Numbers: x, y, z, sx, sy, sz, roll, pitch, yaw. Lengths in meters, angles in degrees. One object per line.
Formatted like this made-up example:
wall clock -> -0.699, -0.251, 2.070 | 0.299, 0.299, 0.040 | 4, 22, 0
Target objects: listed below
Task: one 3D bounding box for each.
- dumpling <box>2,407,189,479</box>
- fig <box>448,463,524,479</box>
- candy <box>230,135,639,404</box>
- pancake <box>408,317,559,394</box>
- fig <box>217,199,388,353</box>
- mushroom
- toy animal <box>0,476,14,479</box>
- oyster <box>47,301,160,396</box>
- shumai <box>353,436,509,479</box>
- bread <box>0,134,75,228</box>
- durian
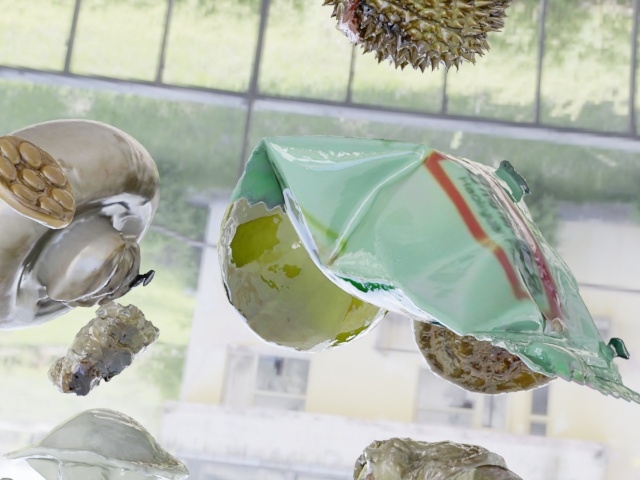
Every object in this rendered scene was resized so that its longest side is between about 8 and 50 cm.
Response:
dumpling -> -0.280, 0.279, 1.361 | 0.216, 0.126, 0.166 | 32, 170, -3
fig -> 0.237, 0.418, 1.586 | 0.149, 0.149, 0.245 | 3, -173, 14
candy -> 0.123, 0.027, 0.996 | 0.263, 0.172, 0.398 | 7, -151, -45
pancake -> 0.340, 0.179, 2.080 | 0.356, 0.065, 0.356 | 4, 129, 5
fig -> 0.004, 0.011, 1.747 | 0.343, 0.343, 0.343 | 6, 166, 1
mushroom -> -0.384, -0.004, 1.596 | 0.294, 0.362, 0.362 | 44, 175, 15
toy animal -> -0.588, 0.511, 1.988 | 0.098, 0.137, 0.098 | -11, -170, 2
oyster -> -0.419, 0.222, 2.049 | 0.233, 0.107, 0.161 | -32, 128, 7
shumai -> 0.189, 0.477, 2.095 | 0.262, 0.314, 0.267 | 40, 160, 37
bread -> -0.282, -0.057, 1.041 | 0.024, 0.110, 0.110 | -38, 146, 22
durian -> 0.153, -0.475, 1.847 | 0.384, 0.347, 0.347 | 26, 160, -21
